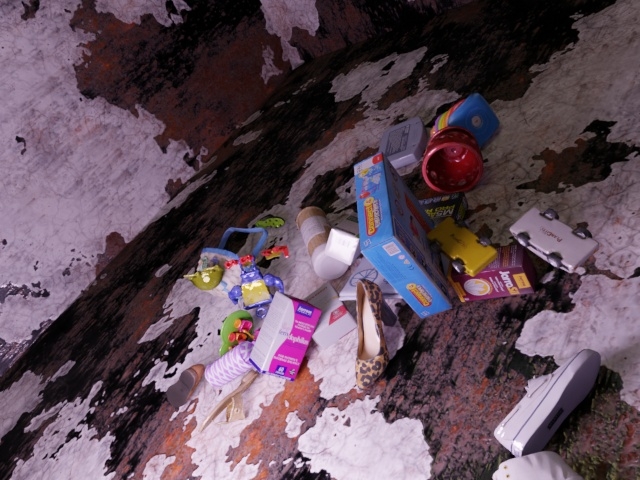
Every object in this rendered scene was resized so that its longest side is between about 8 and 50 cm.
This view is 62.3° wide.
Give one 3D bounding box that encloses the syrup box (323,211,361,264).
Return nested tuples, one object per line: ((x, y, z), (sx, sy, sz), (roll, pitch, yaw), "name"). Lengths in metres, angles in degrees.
((0.101, -0.012, 1.689), (0.093, 0.096, 0.237), (23, 23, 13), "syrup box")

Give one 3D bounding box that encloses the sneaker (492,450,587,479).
((0.326, 0.479, 0.891), (0.292, 0.108, 0.169), (-29, 27, -8), "sneaker")

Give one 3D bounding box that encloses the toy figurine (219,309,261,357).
((-0.229, 0.326, 1.681), (0.159, 0.130, 0.173), (17, 80, 44), "toy figurine")

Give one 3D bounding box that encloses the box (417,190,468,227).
((0.299, -0.052, 1.622), (0.270, 0.060, 0.216), (-9, 29, 32), "box")

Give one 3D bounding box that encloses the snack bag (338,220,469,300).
((0.250, 0.059, 1.566), (0.323, 0.037, 0.342), (-8, 30, 34), "snack bag")

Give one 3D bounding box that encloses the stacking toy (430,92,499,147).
((0.492, -0.424, 1.963), (0.175, 0.166, 0.302), (-46, 16, -9), "stacking toy")

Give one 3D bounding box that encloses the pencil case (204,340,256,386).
((-0.269, 0.375, 1.616), (0.206, 0.086, 0.088), (-35, 21, 33), "pencil case")

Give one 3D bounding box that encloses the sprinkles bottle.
((0.000, 0.000, 1.869), (0.121, 0.121, 0.355), (-34, 30, 5), "sprinkles bottle")

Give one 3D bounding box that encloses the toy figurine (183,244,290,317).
((-0.256, 0.169, 1.804), (0.363, 0.217, 0.191), (-18, -3, -2), "toy figurine")

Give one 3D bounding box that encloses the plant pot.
((0.436, -0.274, 1.741), (0.191, 0.191, 0.174), (-18, 31, 28), "plant pot")

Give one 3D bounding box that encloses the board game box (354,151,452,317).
((0.203, -0.013, 1.320), (0.086, 0.308, 0.302), (-25, 41, 23), "board game box")

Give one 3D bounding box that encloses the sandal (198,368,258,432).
((-0.236, 0.471, 1.504), (0.240, 0.079, 0.088), (-44, -15, -45), "sandal")

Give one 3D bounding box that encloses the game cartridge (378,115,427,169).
((0.333, -0.389, 2.145), (0.198, 0.062, 0.297), (-13, 37, 27), "game cartridge")

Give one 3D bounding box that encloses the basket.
((-0.336, 0.077, 2.028), (0.255, 0.201, 0.289), (-1, 55, 46), "basket")

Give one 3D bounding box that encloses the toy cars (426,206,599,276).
((0.435, 0.018, 1.232), (0.394, 0.087, 0.176), (-5, 49, 35), "toy cars")

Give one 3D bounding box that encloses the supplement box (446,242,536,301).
((0.428, 0.083, 1.328), (0.188, 0.104, 0.081), (-13, 38, 35), "supplement box")

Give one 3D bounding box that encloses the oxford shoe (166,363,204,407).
((-0.423, 0.462, 1.680), (0.212, 0.076, 0.076), (-48, -9, 34), "oxford shoe")

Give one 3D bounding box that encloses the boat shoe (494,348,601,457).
((0.436, 0.300, 1.025), (0.258, 0.095, 0.084), (-42, 35, -13), "boat shoe")

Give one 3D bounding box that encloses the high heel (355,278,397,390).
((0.108, 0.235, 1.362), (0.093, 0.186, 0.261), (-10, 39, 37), "high heel")

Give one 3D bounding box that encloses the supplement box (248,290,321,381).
((-0.102, 0.271, 1.512), (0.114, 0.111, 0.220), (16, 84, 63), "supplement box")

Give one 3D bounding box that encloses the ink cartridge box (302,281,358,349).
((0.019, 0.222, 1.586), (0.127, 0.072, 0.175), (-35, 30, 2), "ink cartridge box")

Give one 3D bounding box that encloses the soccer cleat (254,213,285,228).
((-0.213, -0.087, 2.276), (0.179, 0.060, 0.072), (-7, 39, 45), "soccer cleat")
